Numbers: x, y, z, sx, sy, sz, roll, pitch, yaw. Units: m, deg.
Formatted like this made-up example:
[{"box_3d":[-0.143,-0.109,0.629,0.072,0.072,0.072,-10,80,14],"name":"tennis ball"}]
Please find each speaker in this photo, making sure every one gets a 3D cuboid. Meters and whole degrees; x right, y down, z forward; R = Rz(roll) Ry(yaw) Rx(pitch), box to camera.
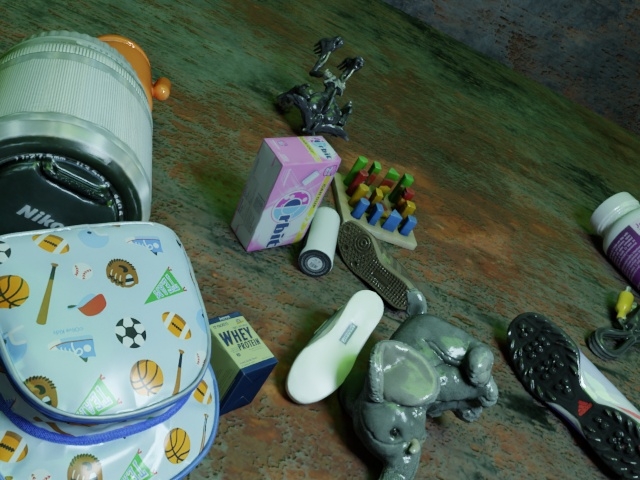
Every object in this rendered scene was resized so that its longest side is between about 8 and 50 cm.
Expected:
[{"box_3d":[0.000,0.000,1.135,0.055,0.055,0.136,27,33,-9],"name":"speaker"}]

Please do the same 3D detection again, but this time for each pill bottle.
[{"box_3d":[0.810,0.024,1.695,0.169,0.169,0.301,2,43,-39],"name":"pill bottle"}]

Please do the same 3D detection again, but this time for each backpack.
[{"box_3d":[-0.215,0.119,0.626,0.276,0.213,0.263,-11,73,-37],"name":"backpack"}]

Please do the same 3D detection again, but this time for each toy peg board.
[{"box_3d":[0.116,-0.081,1.322,0.161,0.079,0.160,18,35,-21],"name":"toy peg board"}]

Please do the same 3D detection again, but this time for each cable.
[{"box_3d":[0.640,0.202,1.443,0.287,0.072,0.139,-27,81,-41],"name":"cable"}]

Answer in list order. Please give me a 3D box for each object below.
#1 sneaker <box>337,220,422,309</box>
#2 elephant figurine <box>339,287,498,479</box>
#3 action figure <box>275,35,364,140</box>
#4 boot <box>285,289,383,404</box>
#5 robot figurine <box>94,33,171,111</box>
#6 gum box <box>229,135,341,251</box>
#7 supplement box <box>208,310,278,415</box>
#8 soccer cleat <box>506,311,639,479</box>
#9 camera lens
[{"box_3d":[0.100,0.046,1.170,0.188,0.066,0.071,53,19,23],"name":"sneaker"},{"box_3d":[0.101,0.199,0.880,0.239,0.169,0.186,-20,28,-34],"name":"elephant figurine"},{"box_3d":[0.001,-0.299,1.473,0.164,0.141,0.275,32,57,-17],"name":"action figure"},{"box_3d":[0.014,0.152,0.940,0.069,0.086,0.190,43,61,3],"name":"boot"},{"box_3d":[-0.335,-0.251,1.119,0.128,0.158,0.219,58,11,-43],"name":"robot figurine"},{"box_3d":[-0.058,-0.067,1.058,0.107,0.188,0.062,-9,51,-37],"name":"gum box"},{"box_3d":[-0.110,0.145,0.817,0.056,0.083,0.083,-11,51,-49],"name":"supplement box"},{"box_3d":[0.434,0.253,1.144,0.318,0.108,0.116,51,16,29],"name":"soccer cleat"},{"box_3d":[-0.320,-0.109,0.850,0.219,0.219,0.274,16,36,-25],"name":"camera lens"}]
